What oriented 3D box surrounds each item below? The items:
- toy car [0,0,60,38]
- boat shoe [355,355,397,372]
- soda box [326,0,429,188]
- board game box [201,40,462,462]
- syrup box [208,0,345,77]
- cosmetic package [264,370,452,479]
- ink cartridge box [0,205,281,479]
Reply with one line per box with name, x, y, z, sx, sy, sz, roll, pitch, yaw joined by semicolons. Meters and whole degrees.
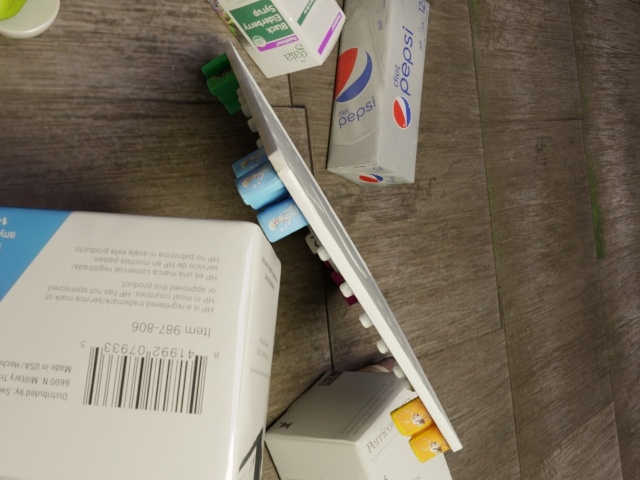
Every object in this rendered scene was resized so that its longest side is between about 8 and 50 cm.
toy car;-0.286;-0.284;0.746;0.136;0.159;0.181;20;68;-11
boat shoe;0.125;0.301;1.197;0.092;0.103;0.285;-25;100;-44
soda box;0.084;-0.225;1.206;0.098;0.091;0.286;20;71;-49
board game box;0.000;0.000;0.931;0.390;0.050;0.390;57;4;-29
syrup box;-0.077;-0.318;1.019;0.237;0.093;0.096;51;50;-35
cosmetic package;0.052;0.283;1.068;0.151;0.152;0.183;-39;115;-46
ink cartridge box;-0.195;0.183;0.656;0.166;0.286;0.394;69;25;-77
